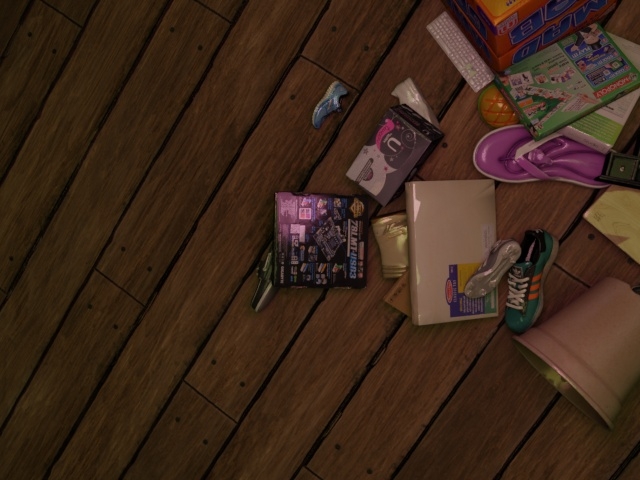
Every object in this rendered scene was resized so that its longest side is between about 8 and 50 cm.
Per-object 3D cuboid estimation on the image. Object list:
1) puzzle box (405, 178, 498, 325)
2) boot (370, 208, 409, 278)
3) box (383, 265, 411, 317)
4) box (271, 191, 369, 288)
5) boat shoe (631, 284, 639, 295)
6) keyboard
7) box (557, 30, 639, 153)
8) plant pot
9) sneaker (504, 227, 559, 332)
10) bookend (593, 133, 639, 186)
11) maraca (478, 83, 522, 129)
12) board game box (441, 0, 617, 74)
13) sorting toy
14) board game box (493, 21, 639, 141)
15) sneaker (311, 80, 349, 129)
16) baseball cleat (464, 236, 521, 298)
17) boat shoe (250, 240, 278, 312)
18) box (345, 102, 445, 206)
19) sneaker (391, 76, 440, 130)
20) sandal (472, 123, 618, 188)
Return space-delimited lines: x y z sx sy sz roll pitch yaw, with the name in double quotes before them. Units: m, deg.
"puzzle box" 0.381 0.030 1.682 0.272 0.052 0.409 -3 92 -20
"boot" 0.297 0.004 1.760 0.261 0.095 0.204 -12 97 0
"box" 0.307 0.137 1.746 0.164 0.021 0.201 33 99 -28
"box" 0.000 0.000 1.794 0.293 0.073 0.296 1 93 -11
"boat shoe" 0.975 0.193 1.594 0.254 0.079 0.095 26 98 13
"keyboard" 0.421 -0.567 1.753 0.072 0.014 0.256 -36 82 13
"box" 0.748 -0.421 1.597 0.232 0.058 0.322 30 77 14
"plant pot" 0.743 0.275 1.556 0.305 0.334 0.334 -45 81 1
"sneaker" 0.575 0.110 1.659 0.108 0.121 0.302 16 90 53
"bookend" 0.828 -0.219 1.534 0.156 0.072 0.157 15 94 14
"maraca" 0.535 -0.368 1.688 0.127 0.099 0.186 -27 109 35
"board game box" 0.521 -0.709 1.517 0.356 0.356 0.356 -33 72 12
"sorting toy" 0.905 -0.077 1.601 0.257 0.089 0.255 43 101 10
"board game box" 0.657 -0.425 1.554 0.317 0.046 0.214 -27 73 -2
"sneaker" 0.031 -0.418 1.833 0.073 0.063 0.162 34 100 8
"baseball cleat" 0.487 0.078 1.656 0.072 0.109 0.206 41 109 -9
"boat shoe" -0.153 0.085 1.873 0.091 0.114 0.303 29 86 11
"box" 0.215 -0.252 1.710 0.163 0.142 0.247 40 120 10
"sneaker" 0.288 -0.382 1.770 0.094 0.080 0.212 -31 78 26
"sandal" 0.641 -0.238 1.627 0.416 0.102 0.170 5 95 3
